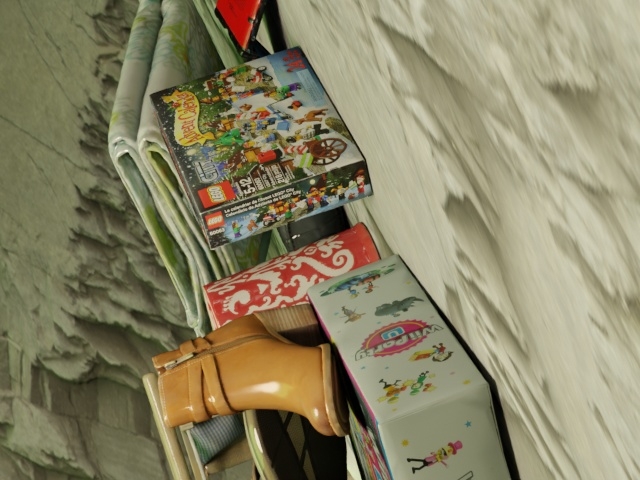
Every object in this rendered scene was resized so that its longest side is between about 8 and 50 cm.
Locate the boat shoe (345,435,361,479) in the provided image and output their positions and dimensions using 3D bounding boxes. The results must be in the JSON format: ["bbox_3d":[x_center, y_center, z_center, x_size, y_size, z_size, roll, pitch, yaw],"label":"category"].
[{"bbox_3d":[0.084,0.229,1.963,0.079,0.081,0.227,38,-167,-41],"label":"boat shoe"}]

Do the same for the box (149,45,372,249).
[{"bbox_3d":[-0.061,-0.093,1.887,0.233,0.159,0.044,-118,11,-54],"label":"box"}]

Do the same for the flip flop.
[{"bbox_3d":[-0.019,0.238,1.830,0.080,0.112,0.277,-5,115,38],"label":"flip flop"}]

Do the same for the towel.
[{"bbox_3d":[-0.146,-0.098,2.399,0.374,0.090,0.320,-87,-21,-54],"label":"towel"}]

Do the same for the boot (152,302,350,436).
[{"bbox_3d":[-0.061,0.129,1.690,0.197,0.152,0.073,-119,13,-66],"label":"boot"}]

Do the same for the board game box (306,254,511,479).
[{"bbox_3d":[0.085,0.172,1.684,0.303,0.097,0.224,-125,17,-68],"label":"board game box"}]

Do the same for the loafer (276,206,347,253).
[{"bbox_3d":[0.000,0.000,2.060,0.078,0.076,0.223,46,156,45],"label":"loafer"}]

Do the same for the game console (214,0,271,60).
[{"bbox_3d":[-0.056,-0.233,2.109,0.144,0.085,0.124,-121,45,-60],"label":"game console"}]

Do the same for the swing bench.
[{"bbox_3d":[-0.053,0.258,2.390,0.165,0.253,0.255,89,162,-69],"label":"swing bench"}]

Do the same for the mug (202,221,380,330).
[{"bbox_3d":[-0.018,0.070,1.930,0.150,0.169,0.113,-117,11,-55],"label":"mug"}]
